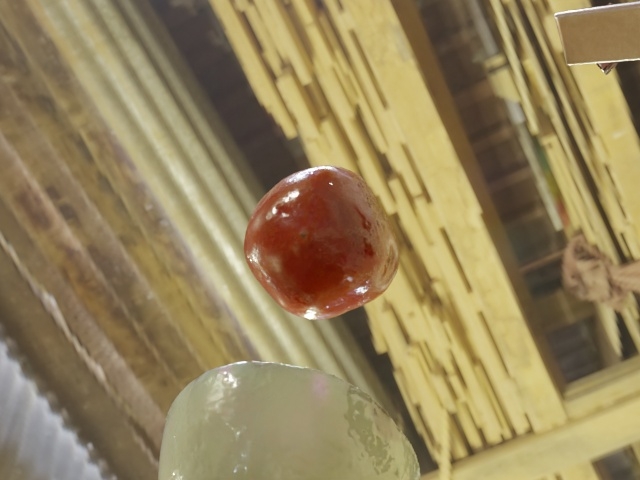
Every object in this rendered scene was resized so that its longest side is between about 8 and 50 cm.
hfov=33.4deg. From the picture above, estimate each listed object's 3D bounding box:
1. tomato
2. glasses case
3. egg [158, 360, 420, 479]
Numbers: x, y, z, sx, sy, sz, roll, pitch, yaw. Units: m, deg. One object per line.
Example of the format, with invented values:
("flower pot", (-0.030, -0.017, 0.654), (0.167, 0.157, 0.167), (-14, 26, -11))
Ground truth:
("tomato", (-0.004, 0.002, 1.563), (0.188, 0.232, 0.232), (63, -175, -73))
("glasses case", (0.430, -0.285, 1.481), (0.193, 0.070, 0.102), (4, 121, 49))
("egg", (-0.046, 0.318, 1.212), (0.337, 0.337, 0.201), (60, -156, -28))
